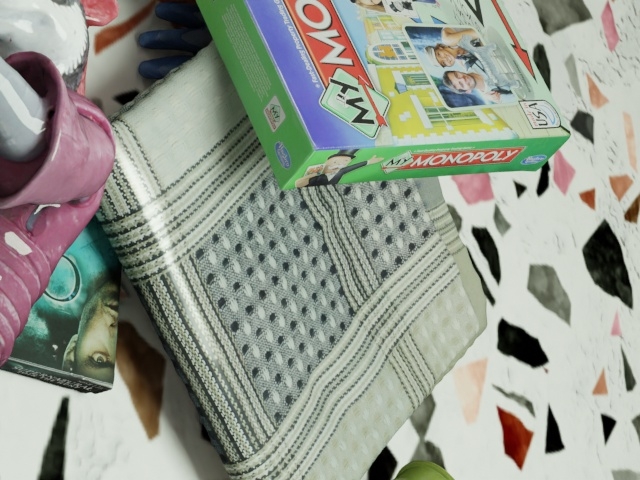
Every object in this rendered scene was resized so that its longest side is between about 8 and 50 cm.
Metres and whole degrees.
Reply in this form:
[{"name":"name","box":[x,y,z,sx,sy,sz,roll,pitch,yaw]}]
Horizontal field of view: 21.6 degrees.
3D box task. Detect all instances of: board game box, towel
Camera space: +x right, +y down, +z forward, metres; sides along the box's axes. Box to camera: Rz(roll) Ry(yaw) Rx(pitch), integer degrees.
[{"name":"board game box","box":[0.010,-0.180,1.085,0.214,0.046,0.317,-6,61,-38]},{"name":"board game box","box":[-0.187,0.005,0.928,0.186,0.026,0.126,21,62,-44]},{"name":"towel","box":[0.000,0.000,1.099,0.324,0.056,0.312,-46,117,-50]}]

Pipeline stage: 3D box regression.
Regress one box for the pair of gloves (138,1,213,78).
[{"name":"pair of gloves","box":[-0.074,-0.167,1.120,0.159,0.023,0.198,-14,90,-52]}]

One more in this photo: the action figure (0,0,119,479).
[{"name":"action figure","box":[-0.165,0.026,0.741,0.276,0.248,0.370,42,63,-28]}]

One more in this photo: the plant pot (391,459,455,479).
[{"name":"plant pot","box":[0.048,0.197,1.109,0.079,0.083,0.083,-18,92,-37]}]
